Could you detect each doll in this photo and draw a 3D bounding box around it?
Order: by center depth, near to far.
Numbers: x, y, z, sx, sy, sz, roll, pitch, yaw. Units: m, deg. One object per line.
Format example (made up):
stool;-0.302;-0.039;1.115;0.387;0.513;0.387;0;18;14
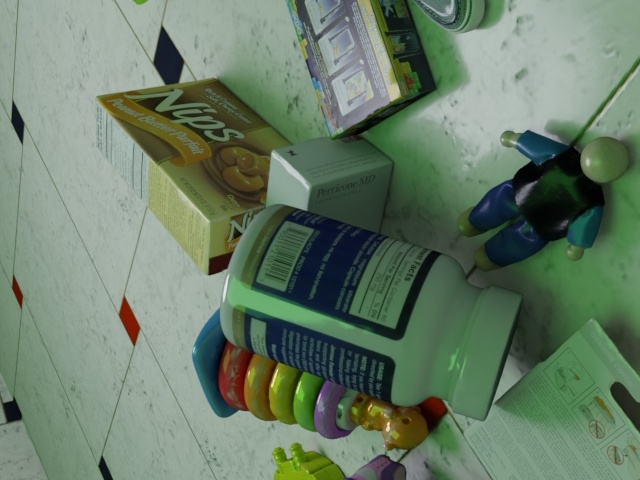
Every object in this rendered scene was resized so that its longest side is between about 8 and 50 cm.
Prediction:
doll;0.191;-0.038;0.747;0.189;0.046;0.129;-39;72;57

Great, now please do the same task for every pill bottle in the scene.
pill bottle;0.050;0.071;0.830;0.265;0.153;0.153;18;125;16

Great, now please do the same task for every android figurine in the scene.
android figurine;0.003;0.425;1.249;0.248;0.056;0.272;-31;80;58

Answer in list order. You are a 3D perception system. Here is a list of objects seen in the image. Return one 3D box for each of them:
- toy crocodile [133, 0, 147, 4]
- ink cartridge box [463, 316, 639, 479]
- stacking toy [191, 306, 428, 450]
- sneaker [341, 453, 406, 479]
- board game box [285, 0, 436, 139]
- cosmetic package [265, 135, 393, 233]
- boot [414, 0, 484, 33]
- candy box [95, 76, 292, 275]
toy crocodile;-0.234;-0.413;1.187;0.115;0.105;0.341;41;162;-31
ink cartridge box;0.246;0.193;0.774;0.181;0.056;0.224;57;139;24
stacking toy;0.005;0.180;1.066;0.302;0.175;0.165;22;143;33
sneaker;0.095;0.351;1.042;0.095;0.104;0.236;15;139;50
board game box;0.038;-0.209;0.903;0.141;0.048;0.170;-22;86;56
cosmetic package;0.000;0.000;0.996;0.085;0.117;0.231;44;139;38
boot;0.068;-0.260;0.795;0.190;0.086;0.069;57;145;24
candy box;-0.142;-0.096;1.104;0.316;0.183;0.087;43;137;39
